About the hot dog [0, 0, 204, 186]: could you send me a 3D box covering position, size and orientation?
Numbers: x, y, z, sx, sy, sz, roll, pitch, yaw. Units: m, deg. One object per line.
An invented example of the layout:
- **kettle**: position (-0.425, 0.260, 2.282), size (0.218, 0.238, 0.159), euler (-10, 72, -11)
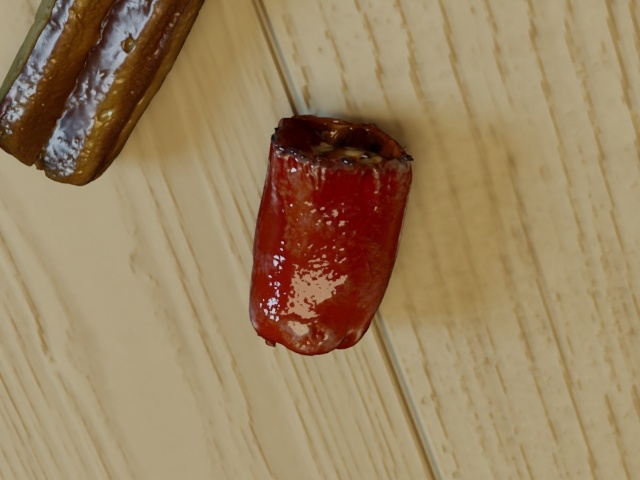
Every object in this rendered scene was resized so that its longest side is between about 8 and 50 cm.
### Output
- **hot dog**: position (-0.107, -0.094, 0.949), size (0.071, 0.045, 0.165), euler (27, 120, -8)

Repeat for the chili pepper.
- **chili pepper**: position (0.000, 0.000, 0.972), size (0.070, 0.073, 0.123), euler (37, 128, 39)
